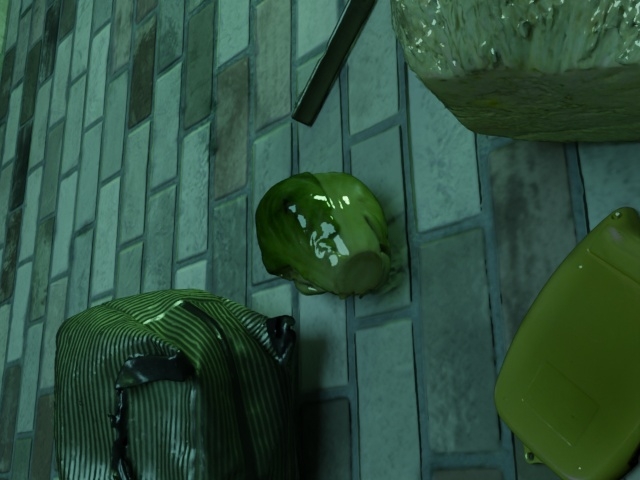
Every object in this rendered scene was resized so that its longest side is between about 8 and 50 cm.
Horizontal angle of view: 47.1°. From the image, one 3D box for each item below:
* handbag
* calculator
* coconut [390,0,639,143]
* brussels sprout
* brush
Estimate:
[{"bbox_3d":[-0.154,0.226,0.853,0.240,0.247,0.340,-7,85,50],"label":"handbag"},{"bbox_3d":[0.234,0.096,0.618,0.157,0.033,0.236,43,112,45],"label":"calculator"},{"bbox_3d":[0.195,-0.251,0.578,0.297,0.297,0.309,0,81,49],"label":"coconut"},{"bbox_3d":[0.000,-0.008,0.838,0.183,0.131,0.145,0,84,53],"label":"brussels sprout"},{"bbox_3d":[0.014,-0.243,0.973,0.190,0.034,0.027,-61,26,17],"label":"brush"}]
